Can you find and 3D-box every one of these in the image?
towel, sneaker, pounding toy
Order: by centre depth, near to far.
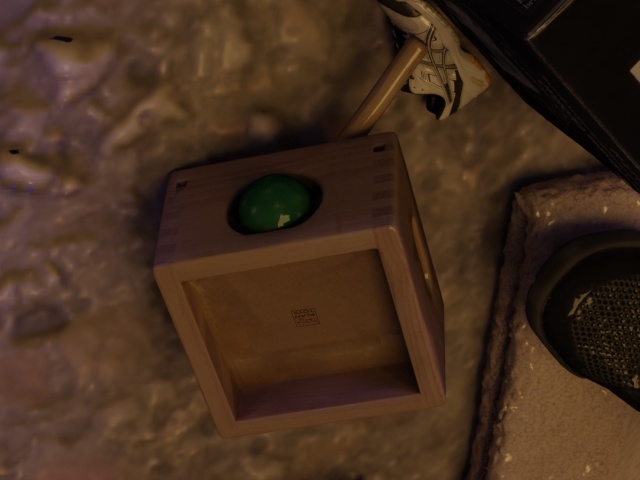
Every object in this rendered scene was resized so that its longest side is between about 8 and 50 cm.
[{"bbox_3d":[0.000,0.000,0.761,0.130,0.100,0.141,-10,128,10],"label":"pounding toy"},{"bbox_3d":[0.047,-0.087,0.770,0.037,0.032,0.083,-43,129,3],"label":"sneaker"},{"bbox_3d":[0.206,0.076,0.836,0.227,0.130,0.087,35,97,-35],"label":"sneaker"},{"bbox_3d":[0.175,0.083,0.933,0.187,0.049,0.282,-9,123,-23],"label":"towel"}]

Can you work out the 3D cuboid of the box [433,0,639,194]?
[{"bbox_3d":[0.120,-0.103,0.716,0.093,0.158,0.156,-45,128,4],"label":"box"}]
